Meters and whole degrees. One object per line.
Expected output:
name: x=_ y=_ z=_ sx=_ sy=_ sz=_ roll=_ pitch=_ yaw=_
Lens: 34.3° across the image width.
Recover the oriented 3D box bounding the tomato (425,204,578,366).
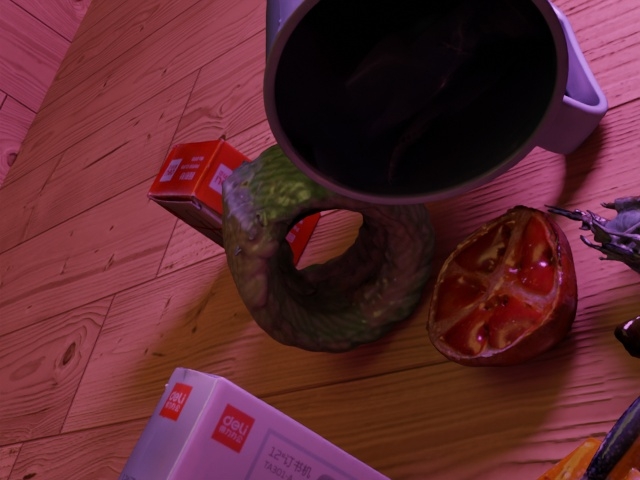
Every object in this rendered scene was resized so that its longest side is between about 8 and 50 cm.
tomato: x=0.171 y=0.054 z=0.928 sx=0.156 sy=0.069 sz=0.155 roll=-32 pitch=39 yaw=30

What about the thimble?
thimble: x=0.000 y=0.000 z=1.081 sx=0.219 sy=0.219 sz=0.150 roll=-49 pitch=32 yaw=11

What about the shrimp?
shrimp: x=0.266 y=-0.004 z=0.827 sx=0.233 sy=0.090 sz=0.079 roll=19 pitch=109 yaw=49

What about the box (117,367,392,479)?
box: x=-0.037 y=0.223 z=0.859 sx=0.079 sy=0.269 sz=0.135 roll=0 pitch=59 yaw=55

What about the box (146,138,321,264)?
box: x=-0.111 y=-0.042 z=1.327 sx=0.133 sy=0.182 sz=0.099 roll=7 pitch=66 yaw=54

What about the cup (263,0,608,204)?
cup: x=0.106 y=-0.232 z=1.000 sx=0.331 sy=0.256 sz=0.311 roll=-4 pitch=42 yaw=-2

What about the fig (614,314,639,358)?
fig: x=0.308 y=-0.048 z=0.688 sx=0.290 sy=0.190 sz=0.190 roll=-31 pitch=36 yaw=17

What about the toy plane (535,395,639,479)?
toy plane: x=0.187 y=0.206 z=0.733 sx=0.316 sy=0.103 sz=0.204 roll=-48 pitch=31 yaw=-2
